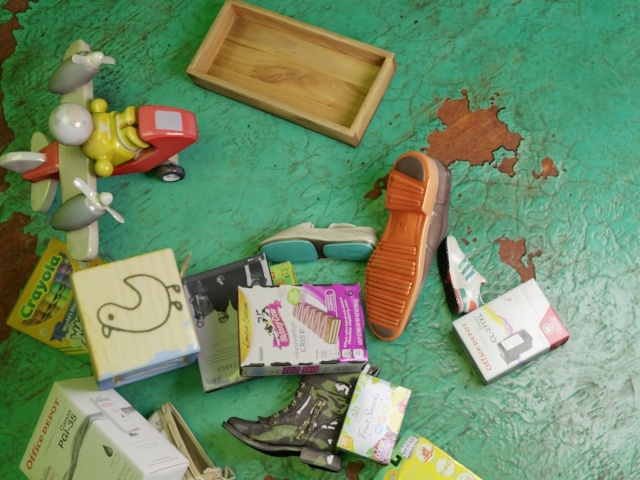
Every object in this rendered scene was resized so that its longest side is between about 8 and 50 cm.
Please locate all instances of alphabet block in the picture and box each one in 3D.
[{"bbox_3d":[-0.341,0.149,1.437,0.192,0.193,0.197,-15,78,-19],"label":"alphabet block"}]

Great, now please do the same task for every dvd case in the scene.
[{"bbox_3d":[-0.164,0.158,1.522,0.179,0.029,0.239,-17,68,4],"label":"dvd case"}]

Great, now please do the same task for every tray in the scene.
[{"bbox_3d":[-0.064,-0.369,1.697,0.410,0.076,0.203,23,79,17],"label":"tray"}]

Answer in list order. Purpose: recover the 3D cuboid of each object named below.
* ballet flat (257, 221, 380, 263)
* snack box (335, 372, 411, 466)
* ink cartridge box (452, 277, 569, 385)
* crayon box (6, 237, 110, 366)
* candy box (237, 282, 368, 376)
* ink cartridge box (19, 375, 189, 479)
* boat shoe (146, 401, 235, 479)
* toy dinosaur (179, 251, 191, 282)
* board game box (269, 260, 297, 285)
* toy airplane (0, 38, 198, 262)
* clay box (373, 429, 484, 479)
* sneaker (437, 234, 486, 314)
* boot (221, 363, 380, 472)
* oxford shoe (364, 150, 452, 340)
[{"bbox_3d":[0.000,0.000,1.576,0.248,0.086,0.086,2,73,10],"label":"ballet flat"},{"bbox_3d":[0.096,0.325,1.419,0.100,0.037,0.141,18,69,4],"label":"snack box"},{"bbox_3d":[0.350,0.172,1.451,0.175,0.072,0.127,-29,70,1],"label":"ink cartridge box"},{"bbox_3d":[-0.499,0.131,1.620,0.322,0.083,0.203,21,78,17],"label":"crayon box"},{"bbox_3d":[-0.037,0.165,1.452,0.233,0.071,0.159,-2,64,-8],"label":"candy box"},{"bbox_3d":[-0.405,0.414,1.438,0.283,0.117,0.207,33,104,30],"label":"ink cartridge box"},{"bbox_3d":[-0.234,0.427,1.466,0.285,0.104,0.089,40,87,20],"label":"boat shoe"},{"bbox_3d":[-0.279,0.144,1.596,0.112,0.064,0.212,-21,75,-20],"label":"toy dinosaur"},{"bbox_3d":[-0.137,0.112,1.577,0.181,0.043,0.092,-15,71,6],"label":"board game box"},{"bbox_3d":[-0.496,-0.201,1.621,0.386,0.272,0.384,36,83,18],"label":"toy airplane"},{"bbox_3d":[0.217,0.453,1.400,0.222,0.053,0.127,34,83,19],"label":"clay box"},{"bbox_3d":[0.278,0.066,1.515,0.075,0.057,0.161,-1,65,-14],"label":"sneaker"},{"bbox_3d":[-0.036,0.302,1.488,0.262,0.091,0.229,14,71,10],"label":"boot"},{"bbox_3d":[0.185,0.019,1.504,0.130,0.132,0.364,19,98,43],"label":"oxford shoe"}]
